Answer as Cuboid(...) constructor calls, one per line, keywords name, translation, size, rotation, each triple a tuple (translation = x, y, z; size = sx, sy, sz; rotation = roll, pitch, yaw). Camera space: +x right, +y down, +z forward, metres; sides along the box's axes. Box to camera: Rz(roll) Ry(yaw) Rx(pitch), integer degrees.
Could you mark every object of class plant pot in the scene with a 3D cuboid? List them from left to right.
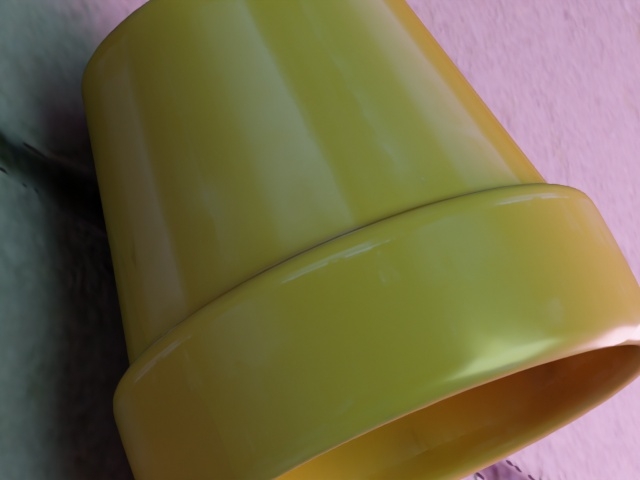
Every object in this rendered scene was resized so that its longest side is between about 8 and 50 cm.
Cuboid(name="plant pot", translation=(0.000, 0.000, 0.891), size=(0.254, 0.254, 0.239), rotation=(-2, 62, -52))
